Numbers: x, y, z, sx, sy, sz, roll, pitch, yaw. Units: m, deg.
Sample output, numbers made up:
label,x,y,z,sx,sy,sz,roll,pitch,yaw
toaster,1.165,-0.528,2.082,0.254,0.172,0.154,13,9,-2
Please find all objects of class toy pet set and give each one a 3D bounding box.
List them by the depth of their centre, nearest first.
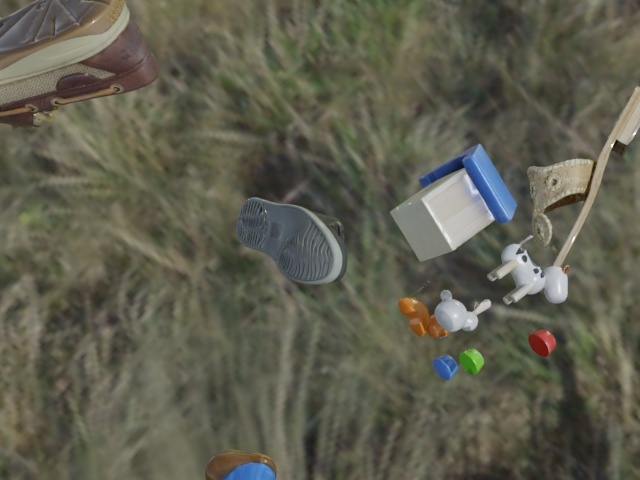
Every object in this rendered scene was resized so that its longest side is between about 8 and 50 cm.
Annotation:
label,x,y,z,sx,sy,sz,roll,pitch,yaw
toy pet set,0.093,0.010,0.877,0.065,0.114,0.122,-34,6,-27

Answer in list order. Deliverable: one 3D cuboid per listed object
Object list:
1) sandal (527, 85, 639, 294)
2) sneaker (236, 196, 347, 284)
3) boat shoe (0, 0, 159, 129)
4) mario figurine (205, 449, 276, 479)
label,x,y,z,sx,sy,sz,roll,pitch,yaw
sandal,0.253,-0.064,1.568,0.079,0.088,0.240,29,80,9
sneaker,0.000,0.000,1.824,0.222,0.118,0.083,31,109,56
boat shoe,-0.311,-0.158,1.544,0.342,0.123,0.123,-14,42,29
mario figurine,-0.122,0.367,1.651,0.170,0.198,0.320,-48,13,24
